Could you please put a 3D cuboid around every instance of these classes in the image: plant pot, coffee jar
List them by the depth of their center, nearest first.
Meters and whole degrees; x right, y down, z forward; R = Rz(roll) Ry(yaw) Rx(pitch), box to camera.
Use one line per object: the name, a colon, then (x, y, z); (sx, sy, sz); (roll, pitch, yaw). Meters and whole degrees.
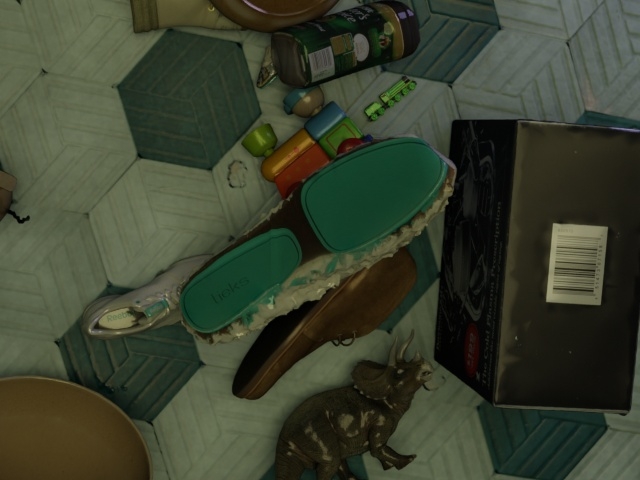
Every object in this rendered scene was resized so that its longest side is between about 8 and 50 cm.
plant pot: (-0.369, 0.339, 1.685); (0.284, 0.284, 0.191); (12, 129, -9)
plant pot: (-0.048, -0.378, 1.689); (0.236, 0.032, 0.236); (-8, 111, -21)
coffee jar: (0.034, -0.257, 1.727); (0.184, 0.096, 0.079); (-20, 111, -26)

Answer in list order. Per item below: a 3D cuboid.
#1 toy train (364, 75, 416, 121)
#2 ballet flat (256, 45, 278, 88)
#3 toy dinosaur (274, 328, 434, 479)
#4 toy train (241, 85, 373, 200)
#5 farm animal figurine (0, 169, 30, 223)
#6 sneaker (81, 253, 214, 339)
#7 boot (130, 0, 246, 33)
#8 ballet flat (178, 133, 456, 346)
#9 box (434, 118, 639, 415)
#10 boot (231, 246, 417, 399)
toy train: (0.094, -0.193, 1.803); (0.083, 0.017, 0.024); (-40, 88, -3)
ballet flat: (-0.050, -0.250, 1.765); (0.114, 0.041, 0.041); (-42, 99, -9)
toy dinosaur: (0.026, 0.262, 1.802); (0.313, 0.121, 0.160); (-29, 86, 0)
toy train: (-0.055, -0.090, 1.759); (0.248, 0.105, 0.143); (-40, 84, 3)
farm animal figurine: (-0.504, -0.127, 1.661); (0.330, 0.172, 0.327); (-46, 112, -10)
sneaker: (-0.210, 0.084, 1.747); (0.212, 0.094, 0.080); (-24, 97, -5)
boot: (-0.175, -0.375, 1.717); (0.165, 0.077, 0.213); (-4, 103, -7)
ballet flat: (0.000, 0.000, 1.676); (0.408, 0.147, 0.147); (-31, 99, 17)
box: (0.274, 0.021, 1.698); (0.178, 0.312, 0.343); (4, 94, -8)
boot: (0.009, 0.114, 1.780); (0.305, 0.112, 0.115); (-47, 110, -4)
